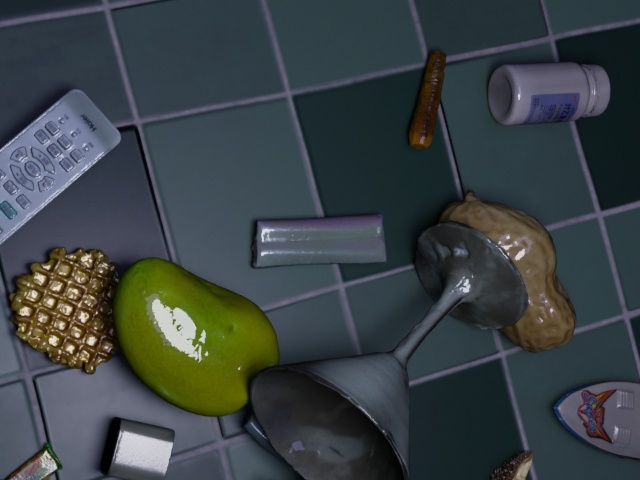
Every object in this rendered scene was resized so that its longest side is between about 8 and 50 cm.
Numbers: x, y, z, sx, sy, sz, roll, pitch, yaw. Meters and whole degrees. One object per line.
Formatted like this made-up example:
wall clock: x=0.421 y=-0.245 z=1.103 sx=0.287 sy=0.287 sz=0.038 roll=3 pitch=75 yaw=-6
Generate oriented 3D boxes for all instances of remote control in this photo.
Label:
remote control: x=-0.424 y=-0.090 z=1.601 sx=0.293 sy=0.051 sz=0.103 roll=-43 pitch=99 yaw=-15

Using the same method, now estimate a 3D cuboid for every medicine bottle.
medicine bottle: x=0.384 y=-0.248 z=1.881 sx=0.187 sy=0.103 sz=0.102 roll=-5 pitch=86 yaw=-21

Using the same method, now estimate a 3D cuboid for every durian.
durian: x=0.311 y=0.394 z=1.817 sx=0.066 sy=0.052 sz=0.130 roll=33 pitch=74 yaw=-17

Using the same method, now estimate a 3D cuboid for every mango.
mango: x=-0.185 y=0.146 z=1.601 sx=0.273 sy=0.149 sz=0.185 roll=27 pitch=77 yaw=-28

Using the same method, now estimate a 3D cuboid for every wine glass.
wine glass: x=0.118 y=0.167 z=1.633 sx=0.267 sy=0.267 sz=0.406 roll=53 pitch=52 yaw=-8

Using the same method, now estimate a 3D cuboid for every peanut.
peanut: x=0.312 y=0.048 z=1.792 sx=0.143 sy=0.159 sz=0.291 roll=-38 pitch=97 yaw=-39

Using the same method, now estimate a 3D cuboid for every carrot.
carrot: x=0.177 y=-0.233 z=1.837 sx=0.042 sy=0.042 sz=0.170 roll=16 pitch=79 yaw=-18

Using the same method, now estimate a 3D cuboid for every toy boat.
toy boat: x=0.521 y=0.303 z=1.882 sx=0.295 sy=0.088 sz=0.129 roll=12 pitch=81 yaw=-19

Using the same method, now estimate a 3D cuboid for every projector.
projector: x=-0.262 y=0.302 z=1.600 sx=0.082 sy=0.083 sz=0.083 roll=16 pitch=79 yaw=-18

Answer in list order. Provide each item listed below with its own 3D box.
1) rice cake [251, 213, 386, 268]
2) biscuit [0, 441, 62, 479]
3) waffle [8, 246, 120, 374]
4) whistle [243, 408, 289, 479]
rice cake: x=-0.001 y=0.001 z=1.749 sx=0.222 sy=0.042 sz=0.080 roll=-2 pitch=87 yaw=-19
biscuit: x=-0.407 y=0.330 z=1.581 sx=0.089 sy=0.016 sz=0.046 roll=-39 pitch=98 yaw=-19
waffle: x=-0.352 y=0.096 z=1.613 sx=0.191 sy=0.038 sz=0.191 roll=2 pitch=85 yaw=-20
whistle: x=0.009 y=0.327 z=1.695 sx=0.274 sy=0.093 sz=0.186 roll=32 pitch=59 yaw=-12
